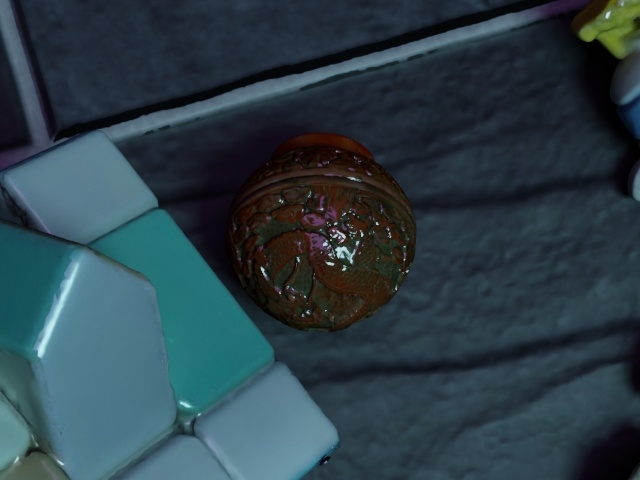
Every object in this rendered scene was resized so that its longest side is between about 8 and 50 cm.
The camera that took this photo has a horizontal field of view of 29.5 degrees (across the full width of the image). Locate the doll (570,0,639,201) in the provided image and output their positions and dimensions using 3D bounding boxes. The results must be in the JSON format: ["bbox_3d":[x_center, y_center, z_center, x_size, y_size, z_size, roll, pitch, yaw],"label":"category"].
[{"bbox_3d":[0.244,-0.057,0.654,0.135,0.099,0.241,-43,86,-14],"label":"doll"}]

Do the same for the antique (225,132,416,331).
[{"bbox_3d":[0.000,0.000,0.625,0.104,0.104,0.104,1,82,-4],"label":"antique"}]

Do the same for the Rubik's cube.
[{"bbox_3d":[-0.136,0.099,0.508,0.224,0.265,0.213,51,47,7],"label":"Rubik's cube"}]

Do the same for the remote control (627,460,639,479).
[{"bbox_3d":[0.255,0.178,0.598,0.230,0.049,0.090,31,47,21],"label":"remote control"}]
